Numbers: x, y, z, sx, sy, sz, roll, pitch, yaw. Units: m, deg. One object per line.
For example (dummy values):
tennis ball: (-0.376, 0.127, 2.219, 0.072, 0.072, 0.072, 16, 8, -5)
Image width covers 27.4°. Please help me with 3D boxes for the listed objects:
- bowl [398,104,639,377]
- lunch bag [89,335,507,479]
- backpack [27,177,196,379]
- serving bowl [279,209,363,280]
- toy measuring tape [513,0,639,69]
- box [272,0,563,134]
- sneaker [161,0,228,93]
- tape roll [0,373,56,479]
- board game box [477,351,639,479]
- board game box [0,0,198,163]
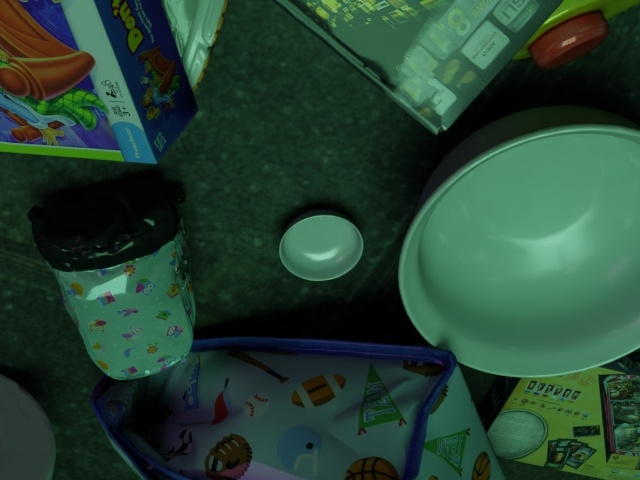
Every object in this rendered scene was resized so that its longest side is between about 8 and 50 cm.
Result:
bowl: (0.213, -0.020, 1.243, 0.298, 0.134, 0.297, -3, 129, -4)
lunch bag: (-0.024, 0.271, 1.367, 0.386, 0.239, 0.327, 5, 139, 28)
backpack: (-0.189, 0.042, 1.259, 0.152, 0.115, 0.182, -11, 131, -1)
serving bowl: (0.000, 0.000, 1.302, 0.083, 0.027, 0.083, -3, 129, -4)
toy measuring tape: (0.245, -0.233, 1.087, 0.330, 0.121, 0.121, -27, 126, 14)
box: (0.094, -0.323, 0.947, 0.318, 0.097, 0.395, 37, 103, -23)
sneaker: (-0.128, -0.231, 1.074, 0.121, 0.099, 0.262, 15, 118, -9)
tape roll: (-0.398, 0.261, 1.325, 0.246, 0.246, 0.169, 7, 127, -12)
board game box: (0.311, 0.194, 1.482, 0.243, 0.042, 0.165, 14, 125, -17)
board game box: (-0.256, -0.223, 1.001, 0.233, 0.078, 0.347, 6, 133, 26)
